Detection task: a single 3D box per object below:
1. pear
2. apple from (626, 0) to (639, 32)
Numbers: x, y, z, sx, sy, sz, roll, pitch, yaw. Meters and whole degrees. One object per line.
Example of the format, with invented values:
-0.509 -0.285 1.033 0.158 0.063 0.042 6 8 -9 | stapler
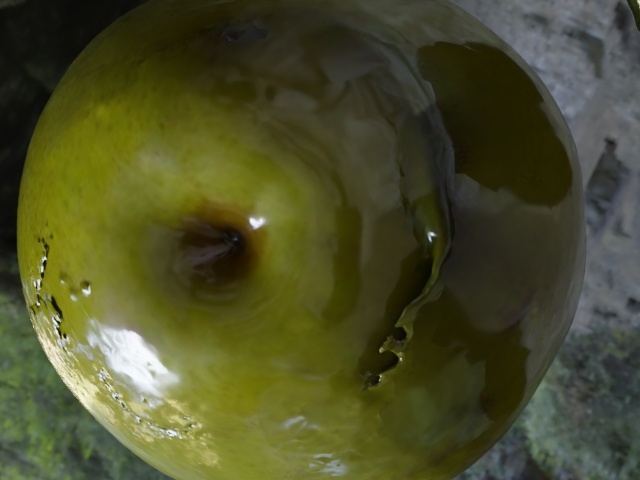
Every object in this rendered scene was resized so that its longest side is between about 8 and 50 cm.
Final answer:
-0.006 -0.011 0.605 0.336 0.284 0.285 -90 23 -71 | pear
0.277 -0.156 0.542 0.254 0.292 0.292 -28 8 6 | apple
